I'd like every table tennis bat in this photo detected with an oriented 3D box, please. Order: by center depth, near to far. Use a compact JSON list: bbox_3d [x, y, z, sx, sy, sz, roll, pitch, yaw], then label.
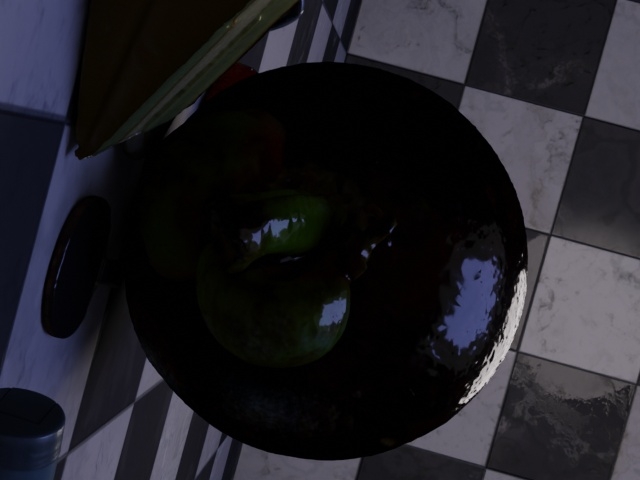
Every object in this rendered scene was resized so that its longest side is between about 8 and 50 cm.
[{"bbox_3d":[-0.154,0.019,0.885,0.158,0.014,0.095,46,59,-84],"label":"table tennis bat"}]

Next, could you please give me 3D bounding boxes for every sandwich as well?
[{"bbox_3d":[-0.046,-0.122,0.759,0.117,0.144,0.187,-37,143,-56],"label":"sandwich"}]

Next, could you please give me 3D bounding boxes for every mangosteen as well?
[{"bbox_3d":[0.000,0.000,0.985,0.359,0.306,0.306,72,31,-62],"label":"mangosteen"}]

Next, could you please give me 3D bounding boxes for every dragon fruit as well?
[{"bbox_3d":[-0.075,-0.109,1.207,0.131,0.063,0.097,-58,162,-80],"label":"dragon fruit"}]

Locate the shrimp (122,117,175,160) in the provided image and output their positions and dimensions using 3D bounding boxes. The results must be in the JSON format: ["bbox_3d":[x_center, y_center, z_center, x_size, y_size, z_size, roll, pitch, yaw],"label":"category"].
[{"bbox_3d":[-0.098,-0.153,0.907,0.148,0.035,0.195,89,18,-71],"label":"shrimp"}]

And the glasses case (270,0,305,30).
[{"bbox_3d":[-0.036,-0.260,0.927,0.308,0.083,0.128,-80,171,-58],"label":"glasses case"}]

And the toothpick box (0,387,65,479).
[{"bbox_3d":[-0.173,0.129,0.735,0.052,0.052,0.083,-67,173,-68],"label":"toothpick box"}]
